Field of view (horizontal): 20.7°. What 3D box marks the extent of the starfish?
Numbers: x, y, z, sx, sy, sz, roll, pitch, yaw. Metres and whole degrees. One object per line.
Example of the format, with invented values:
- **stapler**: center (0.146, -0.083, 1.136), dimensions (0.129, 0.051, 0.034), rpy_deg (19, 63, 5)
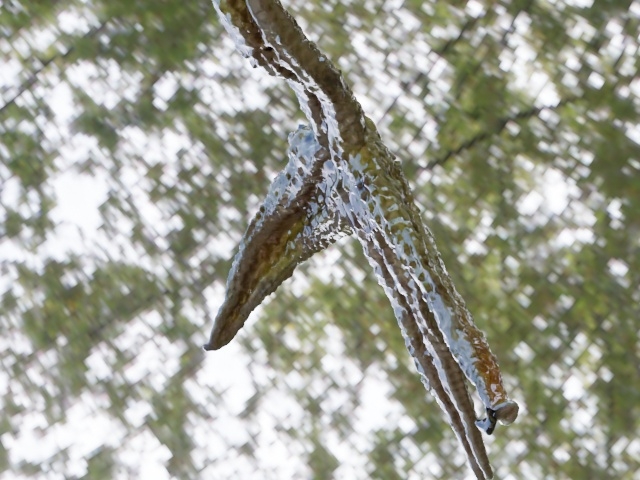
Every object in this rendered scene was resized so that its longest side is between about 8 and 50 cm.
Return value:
- **starfish**: center (0.009, -0.005, 1.229), dimensions (0.132, 0.384, 0.398), rpy_deg (-26, -16, -21)
